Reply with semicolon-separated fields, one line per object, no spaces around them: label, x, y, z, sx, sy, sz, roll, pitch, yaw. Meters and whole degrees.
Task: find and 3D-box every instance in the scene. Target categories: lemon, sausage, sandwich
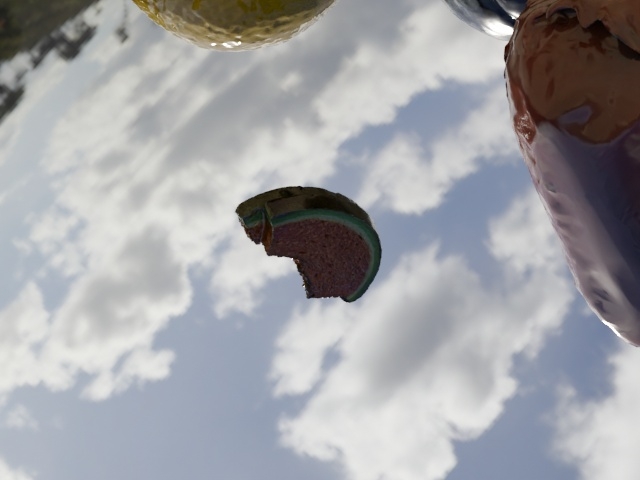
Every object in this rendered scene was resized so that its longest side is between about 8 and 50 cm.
lemon;-0.058;-0.226;0.790;0.187;0.187;0.244;-43;-158;17
sausage;0.103;-0.024;0.354;0.076;0.141;0.076;-22;-144;17
sandwich;0.002;0.000;0.741;0.067;0.135;0.029;-32;-124;10

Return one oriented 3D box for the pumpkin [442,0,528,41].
pumpkin;0.158;-0.214;0.700;0.220;0.162;0.220;-29;-173;4
